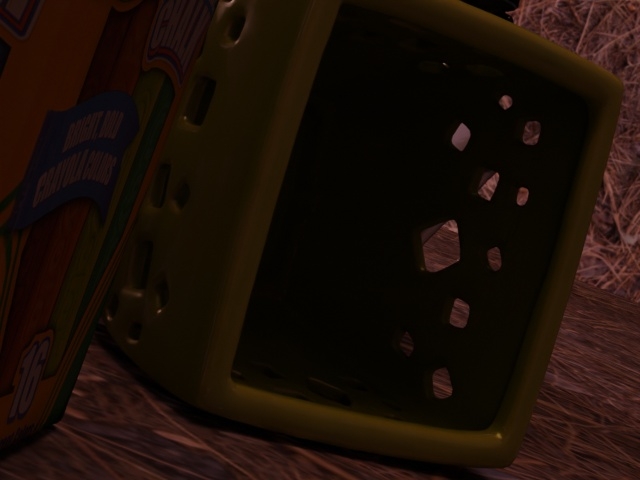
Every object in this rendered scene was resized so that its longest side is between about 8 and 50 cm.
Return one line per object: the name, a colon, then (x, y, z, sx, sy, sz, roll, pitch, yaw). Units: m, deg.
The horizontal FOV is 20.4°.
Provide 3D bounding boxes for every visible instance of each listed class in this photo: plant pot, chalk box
plant pot: (-0.006, -0.024, 0.959, 0.227, 0.228, 0.207, 17, 1, -39)
chalk box: (-0.142, -0.087, 0.633, 0.179, 0.289, 0.180, 22, 5, 7)

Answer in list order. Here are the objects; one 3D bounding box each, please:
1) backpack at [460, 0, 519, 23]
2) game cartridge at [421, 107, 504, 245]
backpack: (0.015, -0.184, 0.989, 0.173, 0.117, 0.158, 6, -8, 34)
game cartridge: (0.004, -0.047, 1.333, 0.198, 0.062, 0.297, 6, 26, 28)
